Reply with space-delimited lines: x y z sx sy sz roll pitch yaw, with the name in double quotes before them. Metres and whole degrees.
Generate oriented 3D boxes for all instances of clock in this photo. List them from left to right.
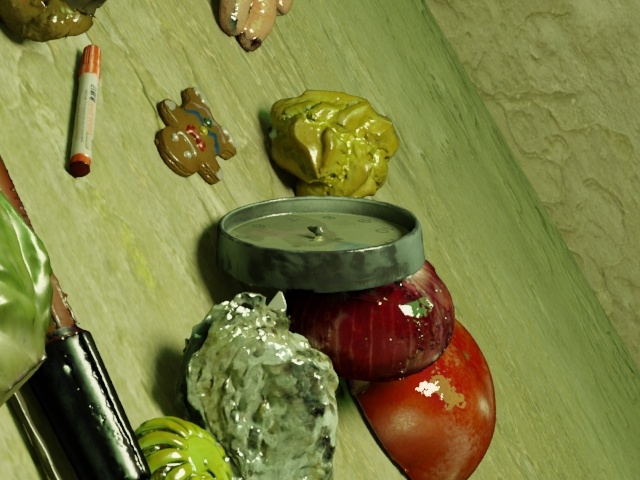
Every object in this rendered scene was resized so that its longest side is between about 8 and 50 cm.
"clock" 0.000 0.000 1.752 0.280 0.281 0.055 -47 140 -68

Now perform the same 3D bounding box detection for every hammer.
"hammer" -0.250 0.221 1.241 0.292 0.029 0.058 61 19 8

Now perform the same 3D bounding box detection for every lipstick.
"lipstick" -0.283 0.060 1.301 0.418 0.077 0.077 63 22 9

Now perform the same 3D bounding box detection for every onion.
"onion" 0.061 0.113 1.846 0.252 0.219 0.252 11 23 -5

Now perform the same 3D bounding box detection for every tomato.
"tomato" 0.173 0.213 2.029 0.338 0.144 0.338 47 23 -27

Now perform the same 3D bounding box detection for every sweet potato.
"sweet potato" -0.389 -0.324 1.532 0.310 0.098 0.124 27 46 -49

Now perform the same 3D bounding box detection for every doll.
"doll" -0.133 -0.467 2.272 0.201 0.156 0.303 46 53 -50

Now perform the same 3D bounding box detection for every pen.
"pen" -0.289 -0.164 1.636 0.028 0.028 0.239 44 27 -36

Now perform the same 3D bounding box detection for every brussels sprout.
"brussels sprout" -0.327 0.038 1.072 0.244 0.244 0.244 47 25 -30

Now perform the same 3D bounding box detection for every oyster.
"oyster" -0.054 0.192 1.524 0.267 0.112 0.198 50 61 -23

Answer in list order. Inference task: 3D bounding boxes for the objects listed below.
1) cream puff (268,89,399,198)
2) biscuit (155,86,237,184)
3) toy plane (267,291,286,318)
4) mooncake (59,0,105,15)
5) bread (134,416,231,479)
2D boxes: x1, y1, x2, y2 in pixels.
"cream puff" 0.026 -0.133 2.108 0.221 0.195 0.194 36 31 -38
"biscuit" -0.176 -0.144 1.862 0.138 0.031 0.205 57 23 -8
"toy plane" -0.064 0.184 1.638 0.160 0.082 0.234 6 73 -69
"mooncake" -0.337 -0.401 1.710 0.228 0.124 0.228 53 18 -25
"bread" -0.143 0.243 1.385 0.139 0.071 0.130 25 36 -56
